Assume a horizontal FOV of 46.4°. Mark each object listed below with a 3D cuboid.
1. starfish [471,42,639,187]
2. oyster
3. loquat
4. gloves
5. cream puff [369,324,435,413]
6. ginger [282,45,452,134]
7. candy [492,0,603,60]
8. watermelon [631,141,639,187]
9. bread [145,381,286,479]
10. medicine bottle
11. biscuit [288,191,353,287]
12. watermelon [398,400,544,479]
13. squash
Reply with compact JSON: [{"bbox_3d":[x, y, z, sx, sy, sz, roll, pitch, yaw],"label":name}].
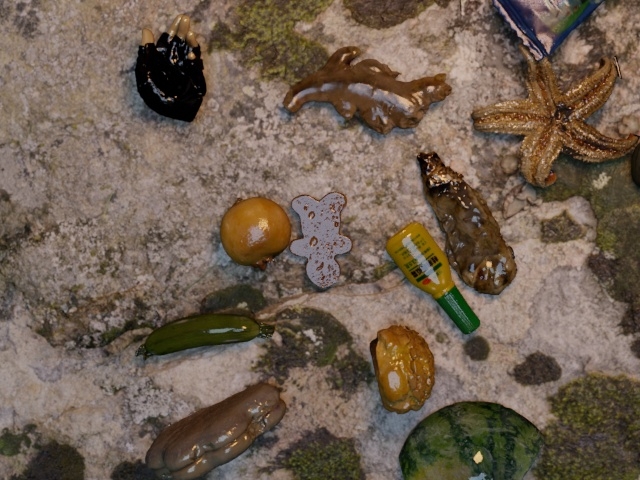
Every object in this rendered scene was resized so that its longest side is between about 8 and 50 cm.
[{"bbox_3d":[0.474,-0.263,1.495,0.303,0.113,0.312,-36,101,11],"label":"starfish"},{"bbox_3d":[0.296,-0.035,1.558,0.129,0.078,0.344,-28,96,16],"label":"oyster"},{"bbox_3d":[-0.135,-0.016,1.566,0.163,0.137,0.163,1,82,-4],"label":"loquat"},{"bbox_3d":[-0.305,-0.370,1.556,0.165,0.124,0.203,19,76,-18],"label":"gloves"},{"bbox_3d":[0.175,0.264,1.554,0.130,0.189,0.188,-10,95,2],"label":"cream puff"},{"bbox_3d":[0.100,-0.310,1.542,0.333,0.080,0.166,13,83,11],"label":"ginger"},{"bbox_3d":[0.478,-0.503,1.443,0.331,0.077,0.187,-38,85,-11],"label":"candy"},{"bbox_3d":[0.665,-0.152,1.500,0.078,0.078,0.110,2,98,6],"label":"watermelon"},{"bbox_3d":[-0.231,0.429,1.607,0.337,0.183,0.101,-29,101,9],"label":"bread"},{"bbox_3d":[0.245,0.085,1.576,0.095,0.064,0.260,-37,93,8],"label":"medicine bottle"},{"bbox_3d":[0.000,0.000,1.606,0.138,0.031,0.204,-6,94,1],"label":"biscuit"},{"bbox_3d":[0.323,0.455,1.580,0.305,0.224,0.180,-29,137,6],"label":"watermelon"},{"bbox_3d":[-0.261,0.202,1.638,0.319,0.080,0.071,-10,57,6],"label":"squash"}]
